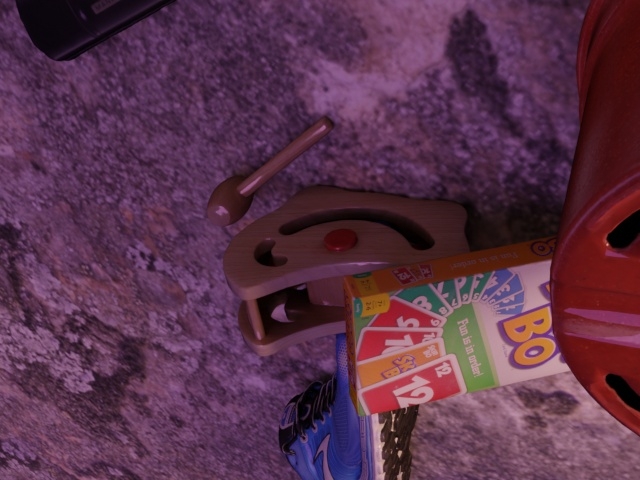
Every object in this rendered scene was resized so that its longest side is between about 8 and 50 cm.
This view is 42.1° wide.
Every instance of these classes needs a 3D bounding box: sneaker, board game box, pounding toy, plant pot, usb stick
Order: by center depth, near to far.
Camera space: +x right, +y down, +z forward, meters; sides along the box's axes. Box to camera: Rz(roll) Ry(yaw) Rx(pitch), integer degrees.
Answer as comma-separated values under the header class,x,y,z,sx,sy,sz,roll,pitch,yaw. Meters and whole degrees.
class,x,y,z,sx,sy,sz,roll,pitch,yaw
plant pot,0.250,-0.033,0.447,0.272,0.265,0.272,17,132,19
board game box,0.148,0.059,0.644,0.259,0.039,0.124,-12,127,-11
usb stick,-0.157,-0.223,0.689,0.278,0.045,0.077,-14,111,38
pounding toy,0.000,0.000,0.703,0.269,0.154,0.155,8,130,24
sneaker,0.020,0.200,0.877,0.147,0.130,0.330,16,133,16
